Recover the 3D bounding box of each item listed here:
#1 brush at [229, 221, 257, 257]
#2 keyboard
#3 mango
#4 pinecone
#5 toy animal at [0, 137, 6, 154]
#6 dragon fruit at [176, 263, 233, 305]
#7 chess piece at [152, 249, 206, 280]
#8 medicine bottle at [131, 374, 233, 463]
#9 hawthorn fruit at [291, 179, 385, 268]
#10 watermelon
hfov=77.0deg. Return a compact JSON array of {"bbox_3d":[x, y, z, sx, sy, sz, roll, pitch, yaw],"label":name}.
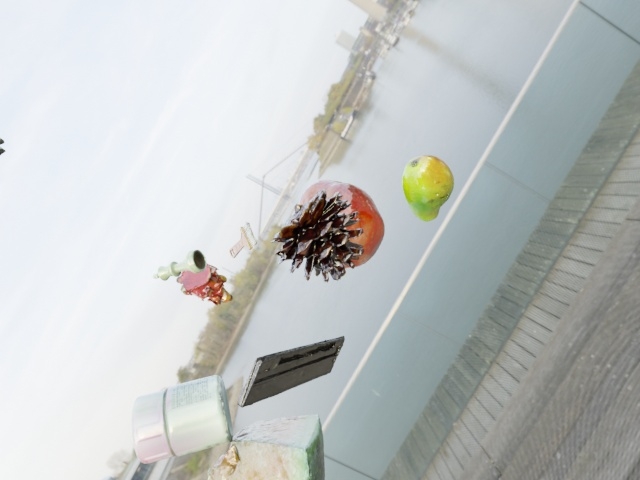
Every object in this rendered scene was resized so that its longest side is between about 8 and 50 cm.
[{"bbox_3d":[-0.308,0.015,1.551,0.017,0.090,0.314,-21,-6,-30],"label":"brush"},{"bbox_3d":[-0.037,0.209,0.660,0.250,0.017,0.087,7,-71,-58],"label":"keyboard"},{"bbox_3d":[0.277,-0.130,1.035,0.111,0.125,0.233,-59,-33,-21],"label":"mango"},{"bbox_3d":[0.000,-0.001,0.576,0.140,0.121,0.140,-48,2,2],"label":"pinecone"},{"bbox_3d":[-1.004,-0.270,1.163,0.137,0.082,0.269,-52,20,-20],"label":"toy animal"},{"bbox_3d":[-0.396,0.156,1.415,0.133,0.208,0.150,-57,14,-11],"label":"dragon fruit"},{"bbox_3d":[-0.362,0.069,1.011,0.149,0.059,0.059,-18,26,19],"label":"chess piece"},{"bbox_3d":[-0.267,0.349,0.792,0.135,0.168,0.135,169,90,-77],"label":"medicine bottle"},{"bbox_3d":[0.080,-0.041,1.258,0.287,0.330,0.287,-11,72,38],"label":"hawthorn fruit"},{"bbox_3d":[-0.081,0.482,0.787,0.302,0.151,0.264,-6,77,40],"label":"watermelon"}]
